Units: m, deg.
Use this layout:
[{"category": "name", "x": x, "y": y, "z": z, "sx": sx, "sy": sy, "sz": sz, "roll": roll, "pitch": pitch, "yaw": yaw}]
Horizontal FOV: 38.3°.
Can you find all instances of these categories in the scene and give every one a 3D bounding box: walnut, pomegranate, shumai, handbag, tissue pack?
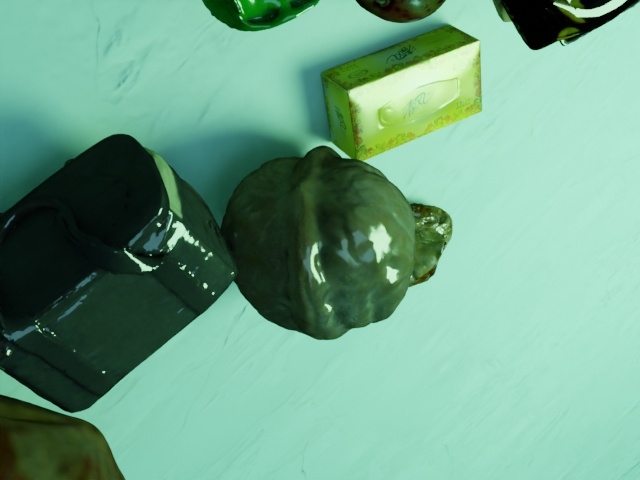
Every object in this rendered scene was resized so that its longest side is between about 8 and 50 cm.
[{"category": "walnut", "x": 0.000, "y": 0.000, "z": 1.004, "sx": 0.224, "sy": 0.224, "sz": 0.224, "roll": -17, "pitch": 127, "yaw": -23}, {"category": "pomegranate", "x": 0.085, "y": -0.283, "z": 0.924, "sx": 0.130, "sy": 0.130, "sz": 0.130, "roll": -17, "pitch": 127, "yaw": -23}, {"category": "shumai", "x": 0.109, "y": 0.026, "z": 1.171, "sx": 0.139, "sy": 0.105, "sz": 0.123, "roll": -19, "pitch": 137, "yaw": 11}, {"category": "handbag", "x": -0.226, "y": 0.024, "z": 0.886, "sx": 0.254, "sy": 0.181, "sz": 0.181, "roll": -38, "pitch": 141, "yaw": -1}, {"category": "tissue pack", "x": 0.096, "y": -0.167, "z": 1.046, "sx": 0.176, "sy": 0.062, "sz": 0.095, "roll": -24, "pitch": 130, "yaw": -19}]

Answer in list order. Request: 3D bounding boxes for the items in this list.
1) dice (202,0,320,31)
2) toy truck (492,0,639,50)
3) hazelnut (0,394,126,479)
[{"category": "dice", "x": -0.058, "y": -0.276, "z": 0.836, "sx": 0.131, "sy": 0.120, "sz": 0.128, "roll": -35, "pitch": 131, "yaw": -12}, {"category": "toy truck", "x": 0.175, "y": -0.372, "z": 0.839, "sx": 0.181, "sy": 0.254, "sz": 0.405, "roll": -32, "pitch": 133, "yaw": 11}, {"category": "hazelnut", "x": -0.379, "y": 0.336, "z": 0.878, "sx": 0.402, "sy": 0.402, "sz": 0.429, "roll": -46, "pitch": 122, "yaw": 1}]
